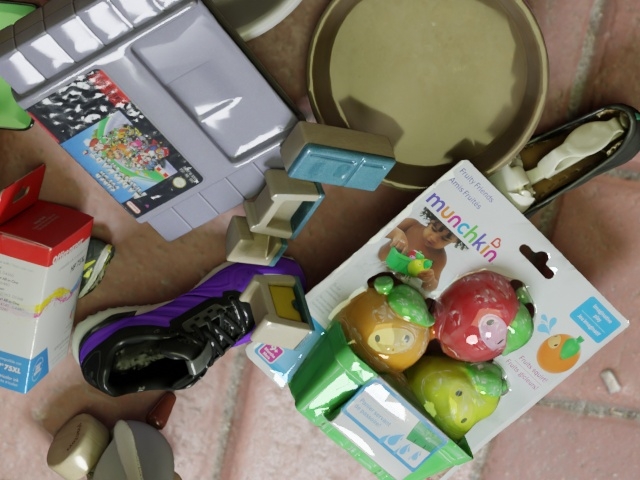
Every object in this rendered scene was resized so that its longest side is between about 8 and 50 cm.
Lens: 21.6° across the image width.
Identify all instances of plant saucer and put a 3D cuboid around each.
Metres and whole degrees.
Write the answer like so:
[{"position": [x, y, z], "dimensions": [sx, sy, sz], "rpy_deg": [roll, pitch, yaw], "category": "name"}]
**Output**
[{"position": [0.123, -0.192, 1.922], "dimensions": [0.278, 0.041, 0.277], "rpy_deg": [2, 107, 7], "category": "plant saucer"}]

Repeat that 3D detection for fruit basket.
[{"position": [0.144, 0.124, 1.991], "dimensions": [0.353, 0.165, 0.327], "rpy_deg": [-39, 117, 16], "category": "fruit basket"}]

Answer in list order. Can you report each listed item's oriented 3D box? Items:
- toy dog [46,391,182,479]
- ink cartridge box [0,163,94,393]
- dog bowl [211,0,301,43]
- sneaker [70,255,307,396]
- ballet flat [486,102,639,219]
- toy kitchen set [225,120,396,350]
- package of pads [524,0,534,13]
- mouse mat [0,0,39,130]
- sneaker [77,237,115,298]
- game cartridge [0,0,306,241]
[{"position": [-0.187, 0.276, 1.973], "dimensions": [0.161, 0.334, 0.220], "rpy_deg": [-55, 135, -4], "category": "toy dog"}, {"position": [-0.329, 0.042, 1.921], "dimensions": [0.078, 0.134, 0.231], "rpy_deg": [17, 110, 8], "category": "ink cartridge box"}, {"position": [-0.141, -0.363, 1.815], "dimensions": [0.349, 0.102, 0.348], "rpy_deg": [-3, 112, -6], "category": "dog bowl"}, {"position": [-0.142, 0.114, 1.969], "dimensions": [0.293, 0.146, 0.102], "rpy_deg": [-22, 113, -7], "category": "sneaker"}, {"position": [0.255, -0.088, 1.978], "dimensions": [0.280, 0.096, 0.095], "rpy_deg": [-31, 79, 2], "category": "ballet flat"}, {"position": [0.000, 0.000, 1.894], "dimensions": [0.122, 0.166, 0.207], "rpy_deg": [7, 138, -31], "category": "toy kitchen set"}, {"position": [0.204, -0.282, 1.932], "dimensions": [0.050, 0.032, 0.083], "rpy_deg": [-35, 112, 9], "category": "package of pads"}, {"position": [-0.413, -0.203, 1.891], "dimensions": [0.190, 0.007, 0.152], "rpy_deg": [5, 110, -9], "category": "mouse mat"}, {"position": [-0.275, 0.032, 1.993], "dimensions": [0.035, 0.031, 0.083], "rpy_deg": [36, 111, 8], "category": "sneaker"}, {"position": [-0.174, -0.148, 1.832], "dimensions": [0.230, 0.068, 0.355], "rpy_deg": [-31, 136, 10], "category": "game cartridge"}]
